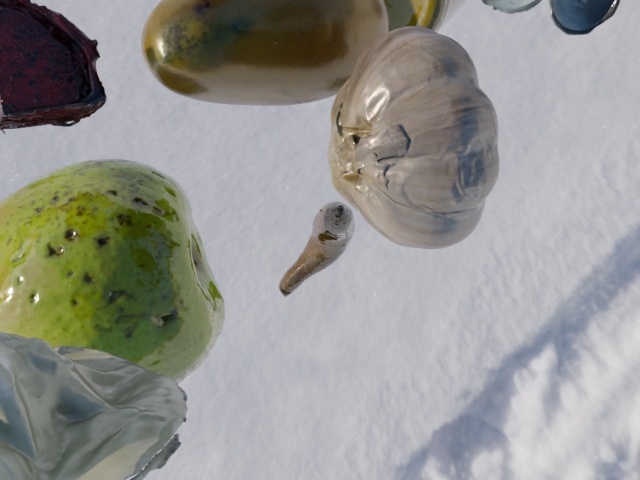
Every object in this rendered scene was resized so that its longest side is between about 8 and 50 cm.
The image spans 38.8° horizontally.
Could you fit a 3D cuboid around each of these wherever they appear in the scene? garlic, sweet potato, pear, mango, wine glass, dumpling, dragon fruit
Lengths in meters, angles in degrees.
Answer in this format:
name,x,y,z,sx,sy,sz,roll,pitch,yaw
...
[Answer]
name,x,y,z,sx,sy,sz,roll,pitch,yaw
garlic,0.087,-0.099,0.916,0.152,0.228,0.228,-10,99,-13
sweet potato,0.004,-0.001,1.673,0.108,0.346,0.079,-30,75,-32
pear,-0.337,0.076,1.309,0.391,0.391,0.391,0,99,3
mango,-0.066,-0.237,1.042,0.317,0.211,0.173,-17,100,-36
wine glass,0.274,-0.315,1.094,0.122,0.183,0.122,-6,115,-14
dumpling,-0.256,0.180,0.722,0.315,0.395,0.233,-1,101,22
dragon fruit,-0.334,-0.211,1.064,0.120,0.127,0.161,-13,99,-31

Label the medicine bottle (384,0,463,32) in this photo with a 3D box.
name,x,y,z,sx,sy,sz,roll,pitch,yaw
medicine bottle,0.138,-0.443,1.483,0.224,0.384,0.224,9,118,18
